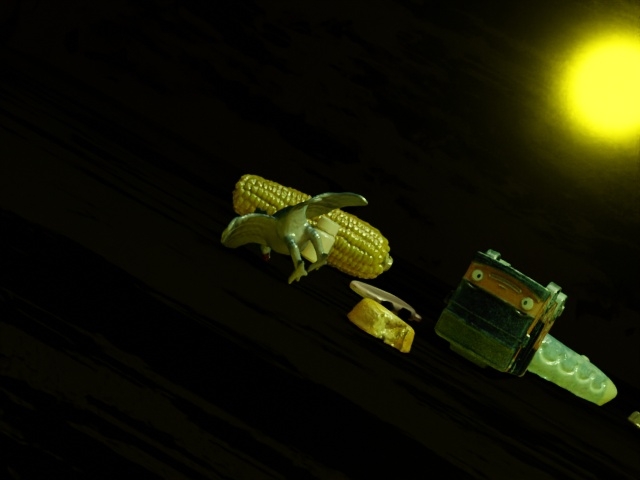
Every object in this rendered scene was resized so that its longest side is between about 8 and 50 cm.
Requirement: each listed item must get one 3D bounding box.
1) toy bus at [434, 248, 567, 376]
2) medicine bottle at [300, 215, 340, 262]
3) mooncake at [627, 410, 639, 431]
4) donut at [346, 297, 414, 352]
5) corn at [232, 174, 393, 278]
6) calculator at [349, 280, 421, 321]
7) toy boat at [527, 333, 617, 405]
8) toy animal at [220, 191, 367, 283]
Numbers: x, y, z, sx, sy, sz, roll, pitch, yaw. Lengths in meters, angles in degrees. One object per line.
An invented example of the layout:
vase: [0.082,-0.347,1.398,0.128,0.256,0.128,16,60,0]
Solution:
toy bus: [0.334,0.139,1.930,0.161,0.194,0.323,31,2,19]
medicine bottle: [0.000,0.000,2.082,0.052,0.089,0.052,28,5,-2]
mooncake: [0.793,0.442,2.330,0.346,0.057,0.150,13,28,-53]
donut: [0.092,0.124,1.566,0.108,0.043,0.097,32,4,-19]
corn: [-0.015,-0.030,2.163,0.363,0.120,0.120,27,4,-9]
calculator: [0.125,0.115,1.980,0.165,0.024,0.103,25,5,-33]
toy boat: [0.523,0.246,2.366,0.329,0.123,0.215,29,5,-16]
toy animal: [-0.061,-0.022,1.620,0.239,0.255,0.176,-20,63,-30]
